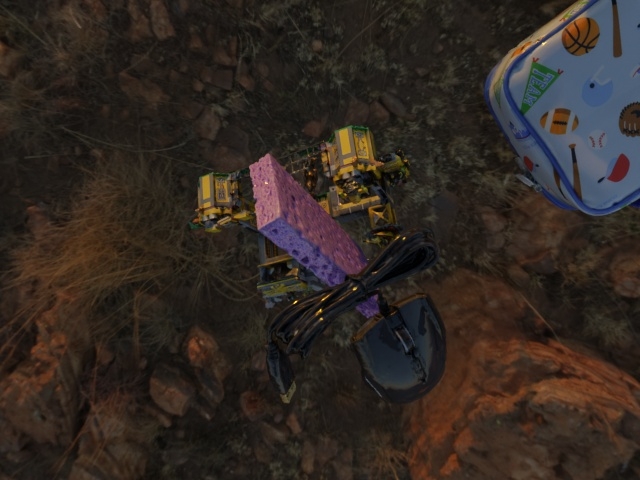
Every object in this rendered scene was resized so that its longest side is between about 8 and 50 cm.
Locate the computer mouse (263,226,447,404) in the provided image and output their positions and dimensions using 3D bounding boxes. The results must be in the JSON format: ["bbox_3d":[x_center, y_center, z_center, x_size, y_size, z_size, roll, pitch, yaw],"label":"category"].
[{"bbox_3d":[0.051,0.121,0.442,0.184,0.060,0.262,-29,138,-14],"label":"computer mouse"}]

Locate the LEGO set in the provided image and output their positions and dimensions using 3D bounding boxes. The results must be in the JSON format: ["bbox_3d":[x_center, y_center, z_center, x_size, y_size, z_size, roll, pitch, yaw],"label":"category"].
[{"bbox_3d":[-0.016,-0.007,0.688,0.332,0.255,0.192,-12,71,13],"label":"LEGO set"}]

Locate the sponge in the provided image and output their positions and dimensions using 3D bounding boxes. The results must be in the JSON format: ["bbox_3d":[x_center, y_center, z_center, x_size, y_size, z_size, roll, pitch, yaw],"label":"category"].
[{"bbox_3d":[0.000,0.000,0.536,0.031,0.117,0.210,-34,131,15],"label":"sponge"}]

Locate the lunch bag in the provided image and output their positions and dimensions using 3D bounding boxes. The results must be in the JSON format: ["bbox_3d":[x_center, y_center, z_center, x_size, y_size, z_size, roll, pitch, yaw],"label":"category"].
[{"bbox_3d":[0.364,-0.177,0.541,0.303,0.115,0.243,-36,96,10],"label":"lunch bag"}]
